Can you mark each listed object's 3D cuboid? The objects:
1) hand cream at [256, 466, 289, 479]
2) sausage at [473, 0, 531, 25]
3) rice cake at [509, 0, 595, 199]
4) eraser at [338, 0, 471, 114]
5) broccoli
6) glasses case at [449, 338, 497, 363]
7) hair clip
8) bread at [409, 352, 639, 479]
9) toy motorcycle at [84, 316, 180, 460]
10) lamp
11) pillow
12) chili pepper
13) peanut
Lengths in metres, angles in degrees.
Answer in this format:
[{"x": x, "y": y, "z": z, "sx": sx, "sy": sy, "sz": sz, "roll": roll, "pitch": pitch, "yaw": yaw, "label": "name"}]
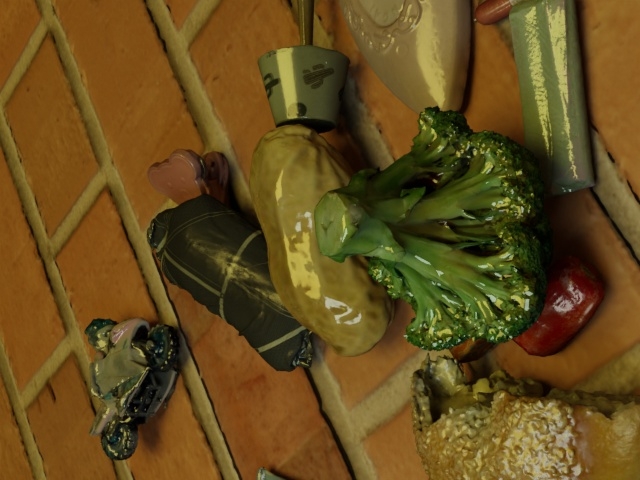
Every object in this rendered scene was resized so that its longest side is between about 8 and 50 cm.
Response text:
[{"x": -0.011, "y": 0.370, "z": 1.643, "sx": 0.256, "sy": 0.055, "sz": 0.088, "roll": 2, "pitch": 100, "yaw": 51, "label": "hand cream"}, {"x": 0.250, "y": -0.286, "z": 1.342, "sx": 0.223, "sy": 0.029, "sz": 0.029, "roll": -23, "pitch": 74, "yaw": 47, "label": "sausage"}, {"x": 0.255, "y": -0.157, "z": 1.330, "sx": 0.080, "sy": 0.042, "sz": 0.221, "roll": -9, "pitch": 84, "yaw": 45, "label": "rice cake"}, {"x": 0.111, "y": -0.255, "z": 1.478, "sx": 0.204, "sy": 0.059, "sz": 0.243, "roll": -38, "pitch": 59, "yaw": 43, "label": "eraser"}, {"x": 0.118, "y": -0.002, "z": 1.283, "sx": 0.269, "sy": 0.269, "sz": 0.254, "roll": 32, "pitch": 113, "yaw": 44, "label": "broccoli"}, {"x": 0.145, "y": 0.036, "z": 1.455, "sx": 0.218, "sy": 0.049, "sz": 0.075, "roll": 60, "pitch": 137, "yaw": 29, "label": "glasses case"}, {"x": -0.186, "y": -0.063, "z": 1.796, "sx": 0.123, "sy": 0.102, "sz": 0.138, "roll": -11, "pitch": 83, "yaw": 50, "label": "hair clip"}, {"x": 0.210, "y": 0.237, "z": 1.297, "sx": 0.314, "sy": 0.171, "sz": 0.192, "roll": 9, "pitch": 94, "yaw": 49, "label": "bread"}, {"x": -0.323, "y": 0.211, "z": 1.964, "sx": 0.204, "sy": 0.108, "sz": 0.239, "roll": 39, "pitch": 94, "yaw": 36, "label": "toy motorcycle"}, {"x": -0.022, "y": -0.251, "z": 1.590, "sx": 0.121, "sy": 0.121, "sz": 0.214, "roll": -12, "pitch": 77, "yaw": 49, "label": "lamp"}, {"x": -0.120, "y": 0.050, "z": 1.707, "sx": 0.335, "sy": 0.093, "sz": 0.161, "roll": 35, "pitch": 114, "yaw": 29, "label": "pillow"}, {"x": 0.254, "y": 0.070, "z": 1.319, "sx": 0.123, "sy": 0.070, "sz": 0.073, "roll": -55, "pitch": 36, "yaw": 37, "label": "chili pepper"}, {"x": 0.000, "y": 0.000, "z": 1.542, "sx": 0.147, "sy": 0.147, "sz": 0.305, "roll": -17, "pitch": 85, "yaw": 48, "label": "peanut"}]
